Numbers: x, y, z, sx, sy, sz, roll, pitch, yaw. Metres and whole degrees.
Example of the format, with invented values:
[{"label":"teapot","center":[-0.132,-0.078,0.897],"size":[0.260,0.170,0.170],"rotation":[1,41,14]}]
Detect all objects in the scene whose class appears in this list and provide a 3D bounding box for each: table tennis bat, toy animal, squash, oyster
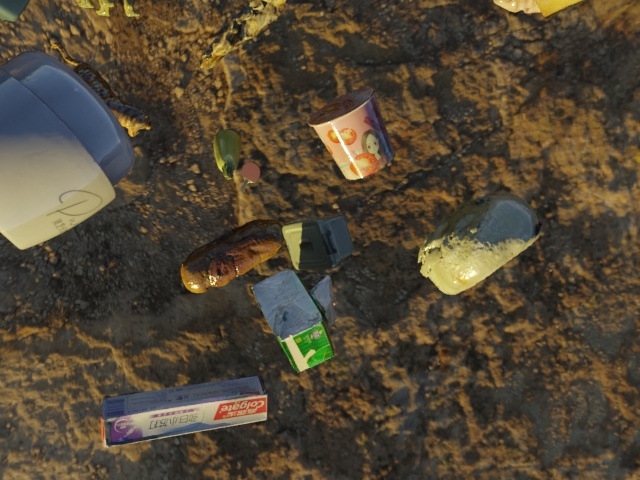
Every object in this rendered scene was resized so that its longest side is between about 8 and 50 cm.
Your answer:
[{"label":"table tennis bat","center":[-0.188,-0.167,1.375],"size":[0.050,0.007,0.083],"rotation":[29,113,-3]},{"label":"toy animal","center":[-0.355,-0.440,0.842],"size":[0.073,0.181,0.136],"rotation":[-2,107,0]},{"label":"toy animal","center":[-0.443,-0.292,0.985],"size":[0.116,0.114,0.255],"rotation":[-39,82,3]},{"label":"squash","center":[-0.282,-0.252,1.607],"size":[0.095,0.224,0.094],"rotation":[-6,128,-7]},{"label":"oyster","center":[-0.144,-0.507,1.169],"size":[0.345,0.128,0.078],"rotation":[-45,103,3]}]

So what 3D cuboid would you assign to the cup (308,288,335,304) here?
[{"label":"cup","center":[-0.010,0.190,1.470],"size":[0.074,0.102,0.099],"rotation":[-35,98,18]}]

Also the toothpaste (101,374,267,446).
[{"label":"toothpaste","center":[-0.165,0.208,0.649],"size":[0.197,0.040,0.047],"rotation":[-3,108,-19]}]

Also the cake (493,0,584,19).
[{"label":"cake","center":[0.419,-0.521,1.022],"size":[0.208,0.178,0.185],"rotation":[-24,96,-47]}]

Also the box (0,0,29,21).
[{"label":"box","center":[-0.300,-0.239,0.473],"size":[0.054,0.099,0.074],"rotation":[36,81,-52]}]

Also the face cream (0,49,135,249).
[{"label":"face cream","center":[-0.197,-0.060,0.358],"size":[0.117,0.117,0.104],"rotation":[49,67,-20]}]

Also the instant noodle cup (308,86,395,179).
[{"label":"instant noodle cup","center":[0.115,-0.349,1.744],"size":[0.243,0.243,0.231],"rotation":[-38,117,-16]}]

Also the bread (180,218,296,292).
[{"label":"bread","center":[-0.215,0.029,1.401],"size":[0.344,0.084,0.124],"rotation":[-27,94,-2]}]

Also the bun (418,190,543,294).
[{"label":"bun","center":[0.294,-0.002,1.007],"size":[0.239,0.239,0.141],"rotation":[-33,80,-17]}]

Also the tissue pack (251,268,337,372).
[{"label":"tissue pack","center":[-0.033,0.166,1.139],"size":[0.156,0.148,0.209],"rotation":[-26,148,-8]}]

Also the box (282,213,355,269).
[{"label":"box","center":[0.000,0.000,1.238],"size":[0.093,0.172,0.123],"rotation":[-23,100,-34]}]
